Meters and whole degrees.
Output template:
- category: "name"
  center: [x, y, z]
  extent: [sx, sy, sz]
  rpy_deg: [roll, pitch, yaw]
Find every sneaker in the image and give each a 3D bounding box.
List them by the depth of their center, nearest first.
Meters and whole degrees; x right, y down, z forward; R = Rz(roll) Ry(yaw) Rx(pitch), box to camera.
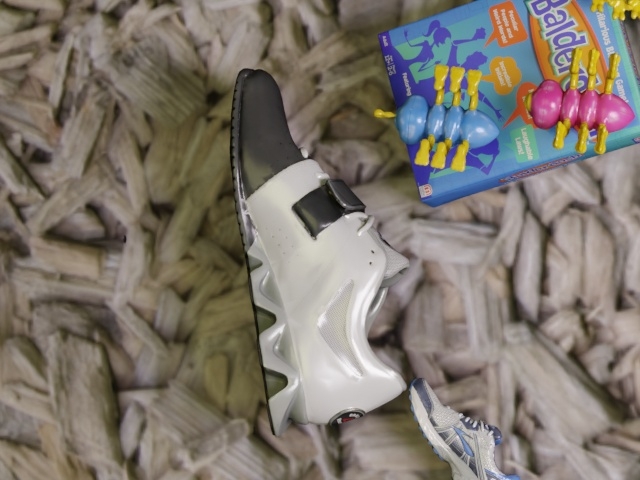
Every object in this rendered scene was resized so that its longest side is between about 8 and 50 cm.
- category: "sneaker"
  center: [0.127, 0.172, 1.647]
  extent: [0.058, 0.052, 0.135]
  rpy_deg: [-34, 81, 4]
- category: "sneaker"
  center: [0.000, 0.000, 1.684]
  extent: [0.146, 0.122, 0.330]
  rpy_deg: [-11, 79, 0]

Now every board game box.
- category: "board game box"
  center: [0.170, -0.136, 1.659]
  extent: [0.210, 0.047, 0.160]
  rpy_deg: [-18, 78, 16]

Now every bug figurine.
- category: "bug figurine"
  center: [0.173, -0.179, 1.598]
  extent: [0.216, 0.072, 0.279]
  rpy_deg: [14, 84, 14]
